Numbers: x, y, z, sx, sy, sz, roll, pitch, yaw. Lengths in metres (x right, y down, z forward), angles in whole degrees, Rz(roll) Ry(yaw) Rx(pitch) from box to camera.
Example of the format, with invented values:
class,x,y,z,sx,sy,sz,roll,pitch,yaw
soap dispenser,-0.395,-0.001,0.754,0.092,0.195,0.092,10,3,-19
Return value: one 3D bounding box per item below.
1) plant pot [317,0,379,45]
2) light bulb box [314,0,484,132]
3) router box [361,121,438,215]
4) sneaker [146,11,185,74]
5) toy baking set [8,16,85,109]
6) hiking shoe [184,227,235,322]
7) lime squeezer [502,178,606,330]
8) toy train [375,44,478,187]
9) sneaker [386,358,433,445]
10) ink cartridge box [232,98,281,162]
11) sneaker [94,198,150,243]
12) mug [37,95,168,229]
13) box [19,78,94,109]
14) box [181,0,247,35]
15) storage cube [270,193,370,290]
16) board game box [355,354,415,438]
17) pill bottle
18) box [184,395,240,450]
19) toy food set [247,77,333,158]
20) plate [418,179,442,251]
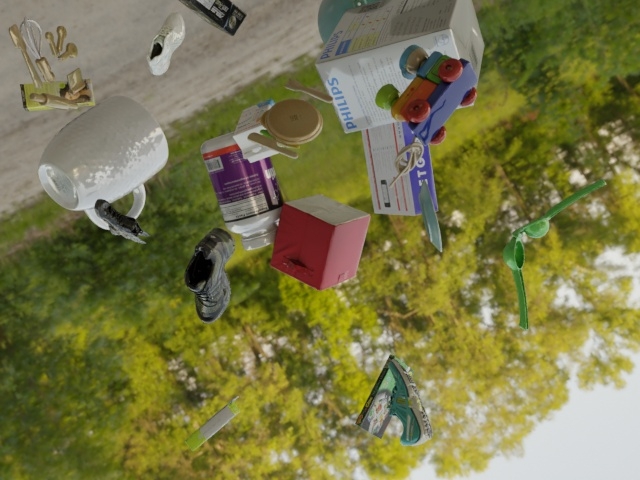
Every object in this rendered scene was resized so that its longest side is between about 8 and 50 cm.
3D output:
class,x,y,z,sx,sy,sz,roll,pitch,yaw
plant pot,0.158,-0.715,2.135,0.293,0.293,0.235,-28,-175,-12
light bulb box,0.226,-0.502,1.845,0.361,0.225,0.358,-8,-144,26
router box,0.240,-0.249,2.158,0.082,0.335,0.301,-12,-172,-19
sneaker,-0.347,-0.449,1.537,0.061,0.054,0.152,82,26,-77
toy baking set,-0.627,-0.400,1.565,0.030,0.197,0.256,-3,-173,15
hiking shoe,-0.247,0.085,1.425,0.114,0.086,0.227,-33,140,-51
lime squeezer,0.406,0.006,1.278,0.059,0.110,0.310,13,108,-40
toy train,0.150,-0.227,1.212,0.248,0.143,0.105,-52,144,2
sneaker,0.252,0.494,2.104,0.110,0.275,0.107,-23,147,10
ink cartridge box,-0.151,-0.272,1.729,0.092,0.090,0.143,-17,-143,24
sneaker,-0.535,-0.052,1.849,0.089,0.051,0.170,7,147,17
mug,-0.666,-0.209,2.115,0.276,0.374,0.328,8,-141,33
box,-0.903,-0.501,2.355,0.232,0.087,0.058,-9,-178,-14
box,-0.328,-0.687,1.981,0.180,0.147,0.077,28,98,-49
storage cube,0.000,0.000,1.897,0.215,0.183,0.193,-17,125,-53
board game box,0.220,0.526,2.305,0.030,0.136,0.259,13,-111,50
pill bottle,-0.206,-0.145,1.925,0.181,0.323,0.181,-17,-170,3
box,-0.301,0.525,1.972,0.178,0.042,0.109,-40,173,-3
toy food set,-0.060,-0.251,1.459,0.192,0.132,0.038,-59,168,-28
plate,0.272,-0.060,1.718,0.024,0.188,0.188,-13,180,5
